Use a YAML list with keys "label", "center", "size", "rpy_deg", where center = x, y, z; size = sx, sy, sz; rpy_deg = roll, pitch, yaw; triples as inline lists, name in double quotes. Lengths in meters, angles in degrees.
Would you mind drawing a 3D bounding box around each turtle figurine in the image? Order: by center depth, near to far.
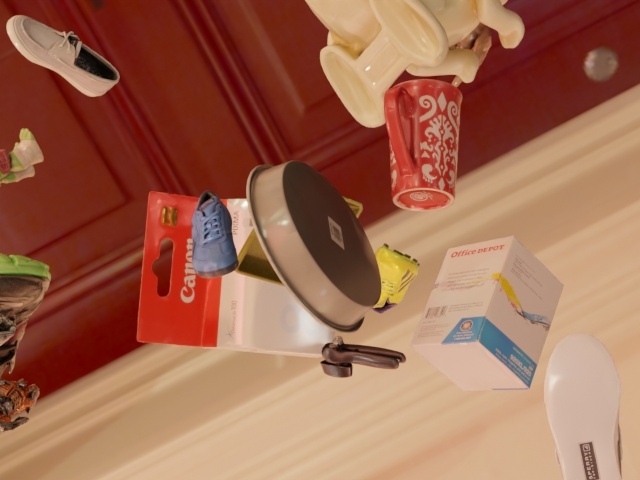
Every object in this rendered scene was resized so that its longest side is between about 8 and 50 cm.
- label: "turtle figurine"
  center: [-0.674, -0.140, 1.913]
  size: [0.275, 0.266, 0.197]
  rpy_deg: [40, 145, 28]

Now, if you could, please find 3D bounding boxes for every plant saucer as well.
- label: "plant saucer"
  center: [-0.045, -0.015, 1.766]
  size: [0.188, 0.188, 0.045]
  rpy_deg: [19, -163, -43]

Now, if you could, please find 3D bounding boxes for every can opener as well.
- label: "can opener"
  center: [0.080, 0.220, 1.965]
  size: [0.059, 0.186, 0.073]
  rpy_deg: [-46, -56, -48]

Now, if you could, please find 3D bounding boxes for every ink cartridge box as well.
- label: "ink cartridge box"
  center: [0.314, 0.139, 1.929]
  size: [0.168, 0.232, 0.171]
  rpy_deg: [41, 149, -27]
- label: "ink cartridge box"
  center: [-0.155, 0.064, 2.049]
  size: [0.091, 0.385, 0.308]
  rpy_deg: [159, 117, -67]

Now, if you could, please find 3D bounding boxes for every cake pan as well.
- label: "cake pan"
  center: [0.000, 0.000, 1.565]
  size: [0.293, 0.054, 0.293]
  rpy_deg: [47, -155, -29]

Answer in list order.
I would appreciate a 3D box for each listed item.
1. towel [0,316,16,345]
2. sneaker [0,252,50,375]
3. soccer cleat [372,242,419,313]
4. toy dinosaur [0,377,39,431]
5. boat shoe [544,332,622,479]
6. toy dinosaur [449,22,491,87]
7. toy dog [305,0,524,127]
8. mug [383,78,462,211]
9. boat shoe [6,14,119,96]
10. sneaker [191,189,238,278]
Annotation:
- label: "towel"
  center: [-0.632, 0.189, 1.410]
  size: [0.324, 0.312, 0.056]
  rpy_deg: [-3, -114, -64]
- label: "sneaker"
  center: [-0.579, 0.156, 1.802]
  size: [0.483, 0.185, 0.202]
  rpy_deg: [127, 146, -59]
- label: "soccer cleat"
  center: [0.146, 0.091, 2.218]
  size: [0.093, 0.121, 0.289]
  rpy_deg: [31, 168, 11]
- label: "toy dinosaur"
  center: [-0.734, 0.333, 2.158]
  size: [0.218, 0.164, 0.322]
  rpy_deg: [35, -177, 19]
- label: "boat shoe"
  center: [0.386, 0.287, 1.485]
  size: [0.102, 0.108, 0.301]
  rpy_deg: [51, -150, -74]
- label: "toy dinosaur"
  center: [0.305, -0.451, 2.123]
  size: [0.200, 0.127, 0.295]
  rpy_deg: [-38, -55, -53]
- label: "toy dog"
  center: [0.174, -0.443, 1.824]
  size: [0.395, 0.408, 0.284]
  rpy_deg: [47, 144, 11]
- label: "mug"
  center: [0.136, -0.139, 1.513]
  size: [0.113, 0.150, 0.169]
  rpy_deg: [-29, 54, 57]
- label: "boat shoe"
  center: [-0.466, -0.350, 1.904]
  size: [0.227, 0.081, 0.079]
  rpy_deg: [34, -132, -40]
- label: "sneaker"
  center: [-0.167, -0.012, 1.562]
  size: [0.209, 0.069, 0.082]
  rpy_deg: [-107, 6, -65]
